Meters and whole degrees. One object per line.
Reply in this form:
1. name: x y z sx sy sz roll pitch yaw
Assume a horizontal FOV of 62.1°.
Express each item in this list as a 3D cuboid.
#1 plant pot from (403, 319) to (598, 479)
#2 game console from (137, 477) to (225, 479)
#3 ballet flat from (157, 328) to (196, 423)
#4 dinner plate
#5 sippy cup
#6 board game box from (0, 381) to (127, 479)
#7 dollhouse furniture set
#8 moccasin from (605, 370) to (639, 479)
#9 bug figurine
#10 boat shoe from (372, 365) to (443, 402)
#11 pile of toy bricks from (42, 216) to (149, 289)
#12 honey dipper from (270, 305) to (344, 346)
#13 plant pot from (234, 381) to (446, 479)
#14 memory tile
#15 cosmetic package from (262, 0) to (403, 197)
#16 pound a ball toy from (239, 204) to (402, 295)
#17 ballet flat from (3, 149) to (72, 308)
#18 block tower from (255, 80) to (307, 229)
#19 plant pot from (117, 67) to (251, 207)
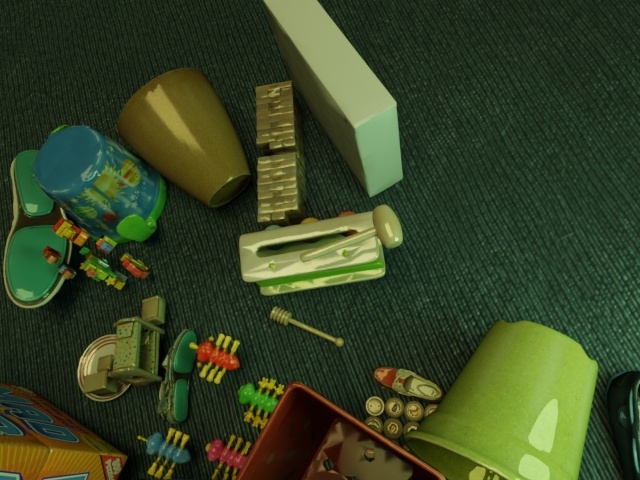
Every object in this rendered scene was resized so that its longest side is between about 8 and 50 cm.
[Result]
1. plant pot: 0.312 0.277 0.856 0.276 0.276 0.254 24 66 20
2. game console: -0.276 0.569 0.873 0.250 0.173 0.293 6 45 -11
3. ballet flat: -0.300 0.275 1.088 0.070 0.070 0.188 -1 67 13
4. dinner plate: -0.456 0.274 1.146 0.141 0.017 0.141 -4 70 11
5. sippy cup: -0.502 -0.135 1.194 0.306 0.224 0.240 10 73 15
6. board game box: -0.642 0.452 0.900 0.357 0.356 0.356 15 74 32
7. dollhouse furniture set: -0.419 0.206 1.092 0.161 0.101 0.181 -17 57 15
8. moccasin: 0.536 0.376 0.825 0.138 0.117 0.342 -20 67 5
9. bug figurine: -0.201 0.332 1.019 0.216 0.072 0.279 28 76 0
10. boat shoe: 0.161 0.267 0.992 0.137 0.043 0.049 17 77 19
11. pile of toy bricks: -0.477 0.052 1.126 0.118 0.212 0.105 -52 33 0
12. honey dipper: -0.026 0.176 1.076 0.161 0.030 0.030 20 76 17
13. plant pot: 0.030 0.410 0.858 0.267 0.236 0.267 28 84 20
14. memory tile: 0.152 0.351 0.980 0.148 0.012 0.113 4 71 15
15. cosmetic package: 0.031 -0.309 1.103 0.097 0.284 0.377 -31 67 1
16. pound a ball toy: 0.000 0.000 1.038 0.319 0.208 0.135 -11 69 10
17. ballet flat: -0.653 -0.020 1.244 0.139 0.139 0.400 -16 68 7
18. block tower: -0.087 -0.186 1.190 0.091 0.097 0.335 -7 71 10
19. plant pot: -0.274 -0.206 1.184 0.237 0.237 0.254 -39 80 -3
